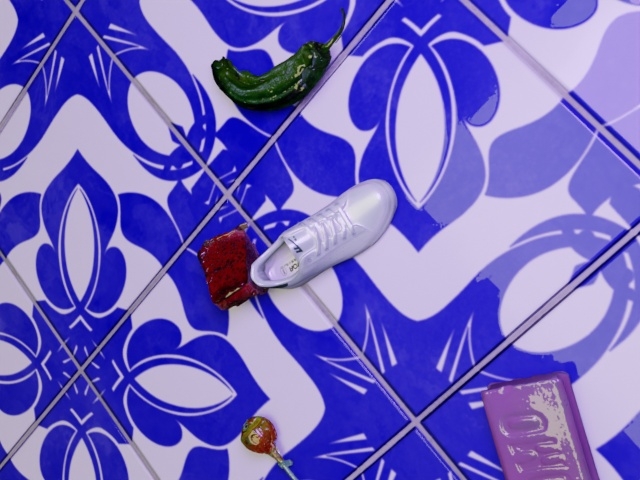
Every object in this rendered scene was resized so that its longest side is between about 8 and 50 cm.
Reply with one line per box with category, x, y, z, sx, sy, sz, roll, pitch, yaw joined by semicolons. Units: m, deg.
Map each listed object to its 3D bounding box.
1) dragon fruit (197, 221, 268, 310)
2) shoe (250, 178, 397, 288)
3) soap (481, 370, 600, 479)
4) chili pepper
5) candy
dragon fruit;-0.139;0.059;1.253;0.102;0.096;0.147;-27;50;16
shoe;0.000;0.000;1.160;0.265;0.110;0.095;-40;74;26
soap;0.312;0.293;1.039;0.122;0.065;0.203;-19;85;27
chili pepper;-0.063;-0.274;1.199;0.279;0.065;0.122;-10;92;31
candy;-0.062;0.382;1.252;0.201;0.060;0.060;48;112;9
